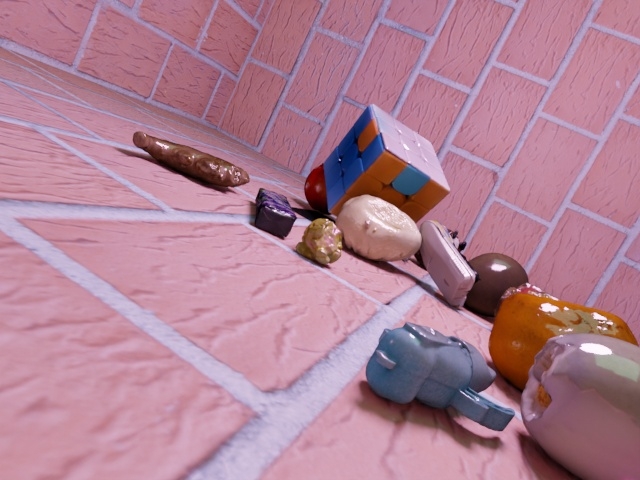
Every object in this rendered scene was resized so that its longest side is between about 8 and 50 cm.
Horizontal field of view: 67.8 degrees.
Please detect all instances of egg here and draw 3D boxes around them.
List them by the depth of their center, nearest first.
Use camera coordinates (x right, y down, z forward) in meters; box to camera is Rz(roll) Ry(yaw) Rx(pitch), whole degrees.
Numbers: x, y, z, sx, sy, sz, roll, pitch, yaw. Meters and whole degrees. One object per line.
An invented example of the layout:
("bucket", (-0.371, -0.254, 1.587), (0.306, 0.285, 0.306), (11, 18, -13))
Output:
("egg", (0.374, 0.220, 0.595), (0.217, 0.183, 0.183), (22, 8, 12))

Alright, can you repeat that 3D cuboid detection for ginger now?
("ginger", (-0.333, -0.202, 1.260), (0.332, 0.080, 0.166), (14, -1, -27))

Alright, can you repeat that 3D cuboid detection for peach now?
("peach", (0.026, -0.197, 1.803), (0.197, 0.198, 0.197), (26, 10, -5))

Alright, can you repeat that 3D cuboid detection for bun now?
("bun", (0.158, -0.026, 1.405), (0.259, 0.160, 0.259), (26, 28, -15))

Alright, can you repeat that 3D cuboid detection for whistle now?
("whistle", (0.150, 0.160, 0.608), (0.273, 0.093, 0.186), (22, 10, -46))

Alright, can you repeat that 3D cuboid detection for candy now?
("candy", (-0.119, -0.079, 1.212), (0.088, 0.061, 0.312), (22, 10, -13))

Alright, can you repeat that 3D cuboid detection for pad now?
("pad", (0.019, -0.065, 1.680), (0.202, 0.005, 0.299), (30, 10, 16))

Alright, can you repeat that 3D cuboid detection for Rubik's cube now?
("Rubik's cube", (0.208, -0.218, 1.598), (0.291, 0.292, 0.291), (26, 36, -25))

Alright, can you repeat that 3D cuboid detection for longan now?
("longan", (0.514, 0.133, 1.420), (0.220, 0.197, 0.196), (19, 12, -27))

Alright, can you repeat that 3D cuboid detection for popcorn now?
("popcorn", (0.002, -0.001, 1.041), (0.089, 0.109, 0.097), (-2, -46, 32))

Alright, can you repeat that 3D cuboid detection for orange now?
("orange", (0.420, 0.200, 0.847), (0.248, 0.184, 0.249), (14, -4, 1))

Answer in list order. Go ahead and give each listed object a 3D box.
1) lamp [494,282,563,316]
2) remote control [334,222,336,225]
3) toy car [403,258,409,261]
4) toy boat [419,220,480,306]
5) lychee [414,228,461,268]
("lamp", (0.575, 0.225, 1.189), (0.274, 0.177, 0.177), (36, 13, 36))
("remote control", (0.084, -0.049, 1.615), (0.072, 0.042, 0.222), (28, 9, -4))
("toy car", (0.246, 0.019, 1.698), (0.204, 0.056, 0.095), (21, 13, -37))
("toy boat", (0.369, 0.050, 1.365), (0.140, 0.141, 0.270), (22, 39, -27))
("lychee", (0.444, 0.036, 1.797), (0.188, 0.188, 0.188), (26, 10, -5))
